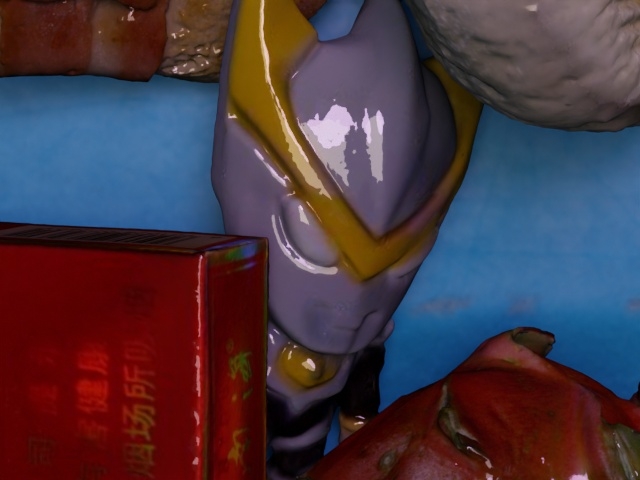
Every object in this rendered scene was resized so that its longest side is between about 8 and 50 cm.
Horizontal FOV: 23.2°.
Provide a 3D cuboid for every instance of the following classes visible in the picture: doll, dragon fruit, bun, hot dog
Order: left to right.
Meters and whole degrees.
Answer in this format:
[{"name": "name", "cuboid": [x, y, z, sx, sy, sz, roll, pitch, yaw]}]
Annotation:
[{"name": "hot dog", "cuboid": [-0.125, -0.143, 0.804, 0.261, 0.093, 0.123, 3, 131, -22]}, {"name": "doll", "cuboid": [-0.004, -0.001, 0.809, 0.145, 0.103, 0.316, 15, 100, -6]}, {"name": "dragon fruit", "cuboid": [0.077, 0.150, 0.740, 0.200, 0.269, 0.198, -16, 87, 27]}, {"name": "bun", "cuboid": [0.112, -0.155, 0.734, 0.153, 0.244, 0.244, 5, 94, 36]}]

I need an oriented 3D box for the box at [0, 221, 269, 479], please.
[{"name": "box", "cuboid": [-0.184, 0.090, 0.782, 0.313, 0.089, 0.197, 3, 97, 21]}]
